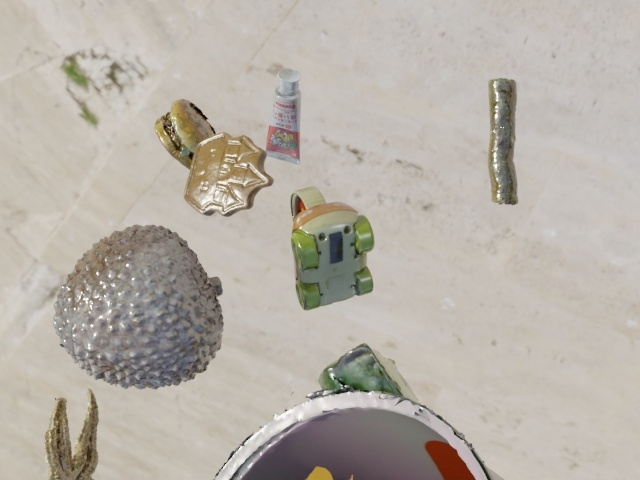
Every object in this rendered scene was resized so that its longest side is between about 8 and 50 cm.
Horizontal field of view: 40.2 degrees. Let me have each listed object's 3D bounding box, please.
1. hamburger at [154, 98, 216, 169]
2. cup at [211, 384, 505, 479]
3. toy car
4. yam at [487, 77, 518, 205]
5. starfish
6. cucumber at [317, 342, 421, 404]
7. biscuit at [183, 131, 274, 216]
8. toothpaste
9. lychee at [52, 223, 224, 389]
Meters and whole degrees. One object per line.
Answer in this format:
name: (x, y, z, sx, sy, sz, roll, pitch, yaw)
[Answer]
hamburger: (-0.327, -0.264, 2.218, 0.185, 0.113, 0.177, 53, -172, 4)
cup: (0.087, 0.214, 0.453, 0.203, 0.203, 0.288, -10, 146, 42)
toy car: (0.000, 0.000, 1.700, 0.145, 0.235, 0.235, -15, 144, -14)
yam: (0.365, -0.197, 1.754, 0.061, 0.061, 0.253, 0, 93, 34)
starfish: (-0.416, 0.430, 1.515, 0.060, 0.299, 0.302, -15, 118, 15)
cucumber: (0.070, 0.211, 1.146, 0.145, 0.105, 0.325, 56, 179, 17)
biscuit: (-0.189, -0.136, 1.812, 0.215, 0.182, 0.034, 8, 171, 33)
toothpaste: (-0.078, -0.273, 1.958, 0.089, 0.057, 0.234, 17, 136, 9)
lychee: (-0.302, 0.115, 1.476, 0.300, 0.300, 0.300, 19, 144, 14)
